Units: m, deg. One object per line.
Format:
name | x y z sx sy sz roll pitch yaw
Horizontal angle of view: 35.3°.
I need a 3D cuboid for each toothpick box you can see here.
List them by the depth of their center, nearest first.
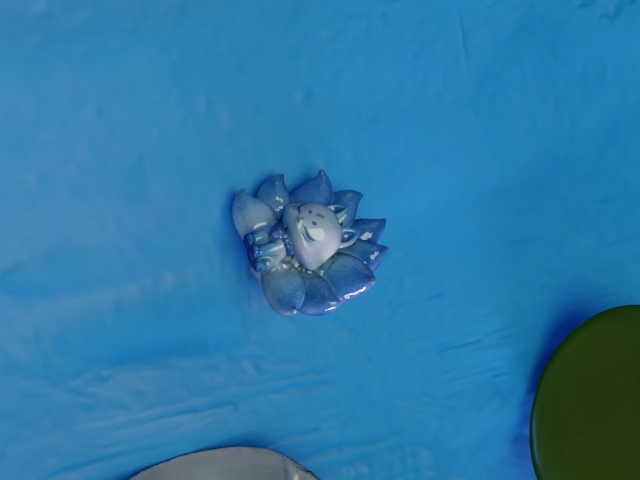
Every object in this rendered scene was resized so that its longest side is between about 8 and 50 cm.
toothpick box | 0.316 0.166 0.785 0.271 0.175 0.175 20 87 -25

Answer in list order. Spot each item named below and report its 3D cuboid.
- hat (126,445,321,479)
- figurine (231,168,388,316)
hat | -0.074 0.271 0.688 0.219 0.164 0.226 -14 60 -20
figurine | 0.000 0.000 0.690 0.114 0.079 0.114 1 53 -2
